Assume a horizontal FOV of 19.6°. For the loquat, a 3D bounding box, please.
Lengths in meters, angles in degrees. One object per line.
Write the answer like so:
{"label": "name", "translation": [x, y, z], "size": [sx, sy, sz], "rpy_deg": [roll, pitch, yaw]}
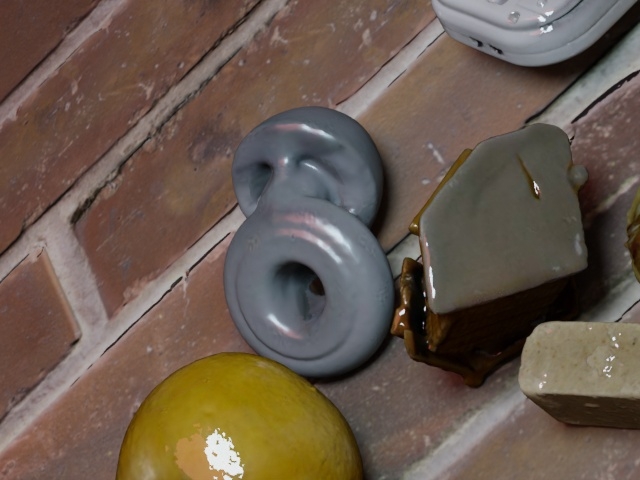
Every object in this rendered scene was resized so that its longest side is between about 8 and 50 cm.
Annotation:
{"label": "loquat", "translation": [-0.087, 0.252, 2.004], "size": [0.274, 0.275, 0.275], "rpy_deg": [-20, 55, 31]}

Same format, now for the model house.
{"label": "model house", "translation": [0.173, 0.022, 1.964], "size": [0.229, 0.219, 0.199], "rpy_deg": [110, 151, -60]}

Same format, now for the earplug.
{"label": "earplug", "translation": [-0.007, -0.003, 2.154], "size": [0.214, 0.175, 0.326], "rpy_deg": [-13, 68, 29]}

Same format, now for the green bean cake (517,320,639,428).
{"label": "green bean cake", "translation": [0.298, 0.135, 1.845], "size": [0.179, 0.109, 0.085], "rpy_deg": [-1, 66, 40]}

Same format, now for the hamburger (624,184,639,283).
{"label": "hamburger", "translation": [0.407, 0.011, 1.755], "size": [0.211, 0.132, 0.309], "rpy_deg": [-21, 55, -4]}

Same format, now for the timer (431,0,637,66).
{"label": "timer", "translation": [0.261, -0.317, 2.103], "size": [0.262, 0.087, 0.237], "rpy_deg": [-45, 44, -15]}
